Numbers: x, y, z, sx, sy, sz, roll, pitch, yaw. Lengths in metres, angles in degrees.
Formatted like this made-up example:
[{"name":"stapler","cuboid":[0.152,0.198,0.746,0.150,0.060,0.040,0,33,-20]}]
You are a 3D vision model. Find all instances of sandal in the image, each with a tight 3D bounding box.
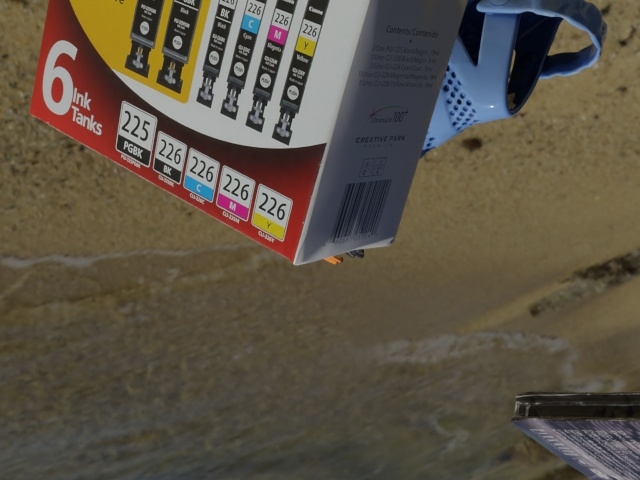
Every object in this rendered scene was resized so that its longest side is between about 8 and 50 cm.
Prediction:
[{"name":"sandal","cuboid":[0.135,-0.156,0.877,0.317,0.138,0.126,-41,139,9]}]

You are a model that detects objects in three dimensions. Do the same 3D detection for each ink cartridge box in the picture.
[{"name":"ink cartridge box","cuboid":[-0.060,-0.172,0.724,0.130,0.309,0.272,-11,122,-52]}]

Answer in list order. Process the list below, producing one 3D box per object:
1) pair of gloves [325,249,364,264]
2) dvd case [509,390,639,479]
[{"name":"pair of gloves","cuboid":[0.000,0.000,0.909,0.074,0.010,0.083,28,161,-20]},{"name":"dvd case","cuboid":[0.195,0.093,0.318,0.164,0.018,0.221,36,155,-21]}]
